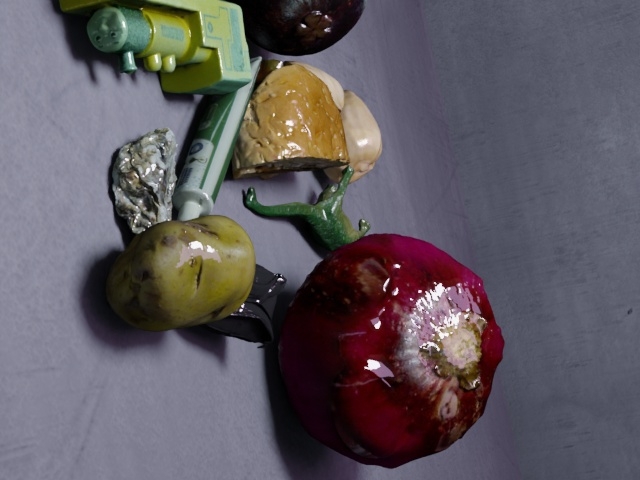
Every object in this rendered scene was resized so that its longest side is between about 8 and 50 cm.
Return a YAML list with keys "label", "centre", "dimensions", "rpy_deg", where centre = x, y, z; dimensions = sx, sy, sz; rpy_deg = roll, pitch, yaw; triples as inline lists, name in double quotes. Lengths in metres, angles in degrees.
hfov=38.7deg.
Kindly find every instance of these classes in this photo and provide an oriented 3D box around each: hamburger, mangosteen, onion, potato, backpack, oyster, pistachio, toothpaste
- label: "hamburger"
  centre: [-0.066, -0.220, 1.624]
  dimensions: [0.330, 0.162, 0.209]
  rpy_deg: [-15, 93, -64]
- label: "mangosteen"
  centre: [-0.050, -0.485, 1.687]
  dimensions: [0.288, 0.288, 0.288]
  rpy_deg: [-13, 90, -69]
- label: "onion"
  centre: [0.086, 0.182, 1.635]
  dimensions: [0.420, 0.398, 0.398]
  rpy_deg: [12, -57, 65]
- label: "potato"
  centre: [-0.174, 0.043, 1.168]
  dimensions: [0.200, 0.154, 0.137]
  rpy_deg: [-9, 85, -53]
- label: "backpack"
  centre: [-0.137, 0.081, 1.337]
  dimensions: [0.165, 0.106, 0.120]
  rpy_deg: [27, 73, -43]
- label: "oyster"
  centre: [-0.232, -0.075, 1.252]
  dimensions: [0.125, 0.064, 0.177]
  rpy_deg: [8, 72, -72]
- label: "pistachio"
  centre: [-0.030, -0.294, 1.837]
  dimensions: [0.145, 0.117, 0.200]
  rpy_deg: [44, 15, 28]
- label: "pistachio"
  centre: [0.050, -0.224, 1.963]
  dimensions: [0.157, 0.157, 0.229]
  rpy_deg: [53, 19, -47]
- label: "toothpaste"
  centre: [-0.167, -0.158, 1.438]
  dimensions: [0.061, 0.099, 0.392]
  rpy_deg: [52, 35, -35]

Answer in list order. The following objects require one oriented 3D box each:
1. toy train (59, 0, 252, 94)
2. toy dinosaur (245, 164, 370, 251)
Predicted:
- label: "toy train"
  centre: [-0.233, -0.330, 1.302]
  dimensions: [0.369, 0.150, 0.237]
  rpy_deg: [-19, 101, -67]
- label: "toy dinosaur"
  centre: [0.000, 0.000, 1.783]
  dimensions: [0.301, 0.087, 0.447]
  rpy_deg: [-61, 139, -44]
